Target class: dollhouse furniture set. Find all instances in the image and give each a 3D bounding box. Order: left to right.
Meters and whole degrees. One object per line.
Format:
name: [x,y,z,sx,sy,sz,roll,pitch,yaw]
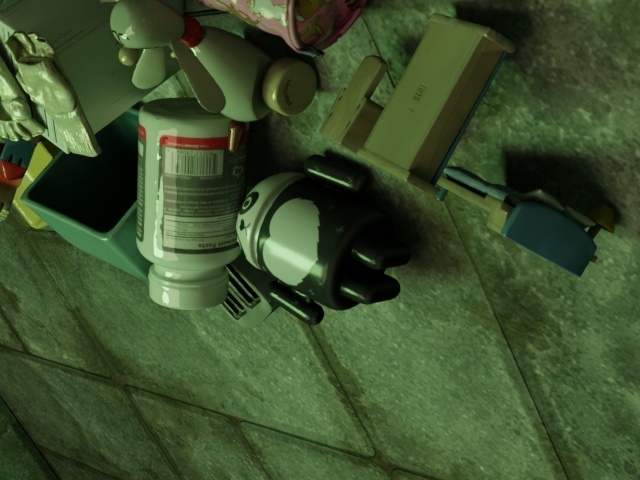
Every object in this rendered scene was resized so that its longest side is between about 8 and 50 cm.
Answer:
dollhouse furniture set: [0.215,-0.127,1.517,0.303,0.198,0.286,27,-175,-29]

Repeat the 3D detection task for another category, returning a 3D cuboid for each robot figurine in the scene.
robot figurine: [-0.002,0.002,1.832,0.278,0.209,0.174,27,161,30]

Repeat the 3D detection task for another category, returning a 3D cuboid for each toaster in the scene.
toaster: [-0.121,0.060,2.122,0.186,0.110,0.168,48,151,-2]

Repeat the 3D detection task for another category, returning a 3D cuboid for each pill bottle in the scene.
pill bottle: [-0.207,-0.058,1.910,0.176,0.176,0.319,20,114,38]

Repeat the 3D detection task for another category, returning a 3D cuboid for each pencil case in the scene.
pencil case: [-0.123,-0.366,1.571,0.386,0.160,0.167,27,125,31]

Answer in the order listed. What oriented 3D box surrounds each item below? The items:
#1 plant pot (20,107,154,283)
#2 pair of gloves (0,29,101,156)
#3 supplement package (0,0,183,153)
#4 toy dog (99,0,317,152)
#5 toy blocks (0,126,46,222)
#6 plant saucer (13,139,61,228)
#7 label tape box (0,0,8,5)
plant pot: [-0.323,-0.055,2.126,0.247,0.247,0.252,22,155,36]
pair of gloves: [-0.429,-0.217,1.724,0.240,0.042,0.204,18,138,38]
supplement package: [-0.349,-0.304,1.823,0.145,0.262,0.204,35,147,19]
toy dog: [-0.170,-0.224,1.673,0.333,0.161,0.220,18,-175,-30]
toy blocks: [-0.574,-0.148,2.118,0.190,0.261,0.381,21,155,-18]
plant saucer: [-0.614,-0.197,2.476,0.333,0.081,0.333,54,149,-14]
label tape box: [-0.682,-0.549,2.068,0.347,0.115,0.249,42,139,10]
